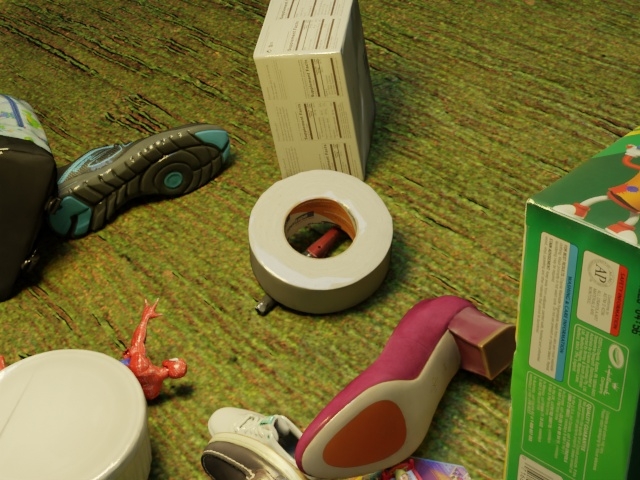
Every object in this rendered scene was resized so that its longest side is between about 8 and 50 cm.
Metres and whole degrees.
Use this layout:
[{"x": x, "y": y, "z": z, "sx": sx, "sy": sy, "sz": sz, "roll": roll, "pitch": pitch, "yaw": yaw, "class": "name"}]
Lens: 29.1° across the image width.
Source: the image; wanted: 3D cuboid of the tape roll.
[{"x": 0.000, "y": 0.000, "z": 1.872, "sx": 0.219, "sy": 0.072, "sz": 0.219, "roll": 0, "pitch": 57, "yaw": 0, "class": "tape roll"}]

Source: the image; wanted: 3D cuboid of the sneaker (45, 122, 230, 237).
[{"x": -0.324, "y": -0.134, "z": 2.114, "sx": 0.341, "sy": 0.125, "sz": 0.139, "roll": -22, "pitch": 40, "yaw": -11, "class": "sneaker"}]

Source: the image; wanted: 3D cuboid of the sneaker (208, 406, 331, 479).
[{"x": -0.068, "y": 0.257, "z": 1.628, "sx": 0.212, "sy": 0.094, "sz": 0.080, "roll": 23, "pitch": 53, "yaw": 34, "class": "sneaker"}]

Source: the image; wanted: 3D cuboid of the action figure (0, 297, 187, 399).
[{"x": -0.321, "y": 0.168, "z": 1.797, "sx": 0.280, "sy": 0.091, "sz": 0.139, "roll": -3, "pitch": 44, "yaw": 13, "class": "action figure"}]

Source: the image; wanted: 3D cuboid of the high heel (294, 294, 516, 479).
[{"x": 0.082, "y": 0.190, "z": 1.637, "sx": 0.377, "sy": 0.127, "sz": 0.181, "roll": -24, "pitch": 25, "yaw": -32, "class": "high heel"}]

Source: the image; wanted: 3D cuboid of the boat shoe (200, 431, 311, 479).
[{"x": -0.055, "y": 0.336, "z": 1.532, "sx": 0.285, "sy": 0.103, "sz": 0.092, "roll": 29, "pitch": 51, "yaw": 31, "class": "boat shoe"}]

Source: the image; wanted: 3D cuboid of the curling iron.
[{"x": 0.000, "y": 0.025, "z": 1.917, "sx": 0.274, "sy": 0.035, "sz": 0.068, "roll": -37, "pitch": 46, "yaw": -26, "class": "curling iron"}]

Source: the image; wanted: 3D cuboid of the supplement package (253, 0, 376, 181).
[{"x": -0.003, "y": -0.259, "z": 2.065, "sx": 0.145, "sy": 0.262, "sz": 0.204, "roll": -1, "pitch": 42, "yaw": 12, "class": "supplement package"}]

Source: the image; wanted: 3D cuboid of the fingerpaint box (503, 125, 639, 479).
[{"x": 0.384, "y": 0.098, "z": 1.376, "sx": 0.163, "sy": 0.444, "sz": 0.371, "roll": 27, "pitch": 41, "yaw": 35, "class": "fingerpaint box"}]

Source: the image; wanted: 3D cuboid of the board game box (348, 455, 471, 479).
[{"x": 0.108, "y": 0.318, "z": 1.560, "sx": 0.169, "sy": 0.033, "sz": 0.133, "roll": 7, "pitch": 44, "yaw": 22, "class": "board game box"}]

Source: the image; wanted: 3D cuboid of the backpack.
[{"x": -0.570, "y": -0.120, "z": 2.054, "sx": 0.273, "sy": 0.290, "sz": 0.355, "roll": 18, "pitch": 27, "yaw": -16, "class": "backpack"}]

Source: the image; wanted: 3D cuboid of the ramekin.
[{"x": -0.351, "y": 0.283, "z": 1.647, "sx": 0.273, "sy": 0.127, "sz": 0.273, "roll": -7, "pitch": 42, "yaw": 6, "class": "ramekin"}]
